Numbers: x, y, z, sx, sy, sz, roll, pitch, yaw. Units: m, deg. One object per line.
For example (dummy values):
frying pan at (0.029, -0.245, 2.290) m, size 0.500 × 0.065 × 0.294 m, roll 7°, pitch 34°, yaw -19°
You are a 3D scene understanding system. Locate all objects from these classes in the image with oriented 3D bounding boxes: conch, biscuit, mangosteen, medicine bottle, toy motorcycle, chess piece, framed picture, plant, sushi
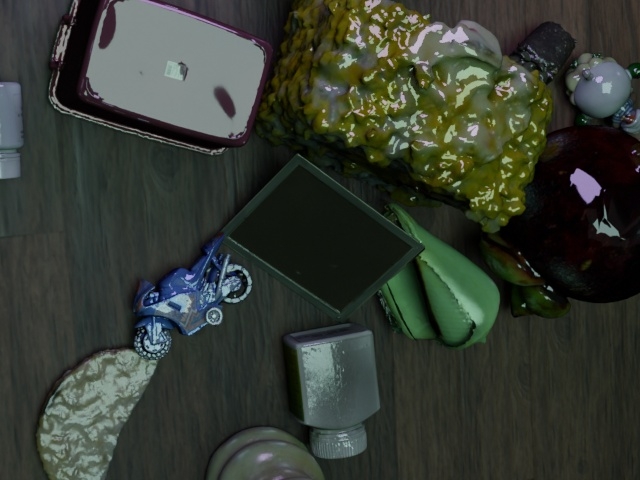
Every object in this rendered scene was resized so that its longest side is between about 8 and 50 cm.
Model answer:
conch at (0.165, 0.074, 1.804) m, size 0.250 × 0.143 × 0.137 m, roll 32°, pitch 45°, yaw -8°
biscuit at (-0.338, 0.254, 1.681) m, size 0.133 × 0.032 × 0.250 m, roll 27°, pitch 87°, yaw -22°
mangosteen at (0.412, -0.029, 1.806) m, size 0.311 × 0.311 × 0.311 m, roll -2°, pitch 97°, yaw -20°
medicine bottle at (-0.443, -0.149, 1.568) m, size 0.080 × 0.080 × 0.130 m, roll -4°, pitch 98°, yaw -20°
toy motorcycle at (-0.199, 0.082, 1.695) m, size 0.205 × 0.076 × 0.114 m, roll -35°, pitch 100°, yaw -14°
chess piece at (-0.041, 0.394, 1.649) m, size 0.182 × 0.330 × 0.182 m, roll -3°, pitch 98°, yaw -19°
framed picture at (0.000, 0.000, 1.735) m, size 0.252 × 0.014 × 0.197 m, roll 36°, pitch 118°, yaw -21°
plant at (0.341, -0.281, 1.840) m, size 0.092 × 0.094 × 0.143 m, roll 43°, pitch 76°, yaw -8°
sushi at (0.123, -0.182, 1.629) m, size 0.396 × 0.351 × 0.240 m, roll 24°, pitch 87°, yaw -21°
medicine bottle at (0.019, 0.232, 1.781) m, size 0.132 × 0.088 × 0.188 m, roll -9°, pitch 99°, yaw -19°

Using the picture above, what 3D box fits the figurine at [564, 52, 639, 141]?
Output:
figurine at (0.481, -0.229, 1.902) m, size 0.197 × 0.093 × 0.147 m, roll 38°, pitch 105°, yaw -28°

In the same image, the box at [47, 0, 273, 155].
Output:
box at (-0.215, -0.233, 1.599) m, size 0.294 × 0.167 × 0.193 m, roll 15°, pitch 93°, yaw -21°
